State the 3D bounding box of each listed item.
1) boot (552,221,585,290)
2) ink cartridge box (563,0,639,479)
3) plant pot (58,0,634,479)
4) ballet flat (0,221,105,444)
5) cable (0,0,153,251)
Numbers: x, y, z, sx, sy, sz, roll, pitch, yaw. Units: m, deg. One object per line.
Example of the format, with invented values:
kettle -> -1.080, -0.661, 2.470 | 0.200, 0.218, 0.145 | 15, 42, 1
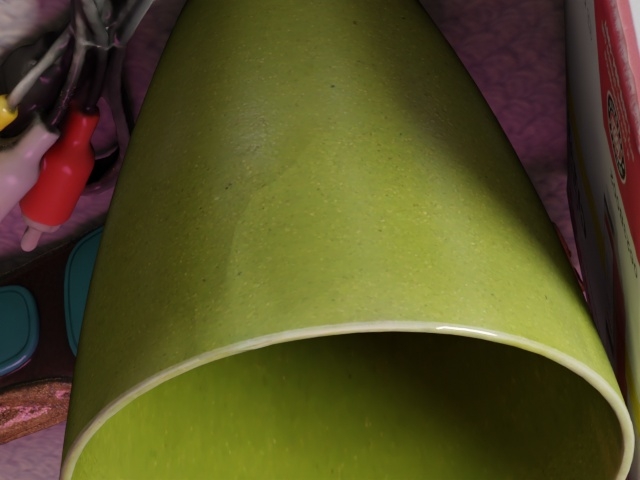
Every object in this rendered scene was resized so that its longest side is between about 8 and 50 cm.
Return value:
boot -> 0.041, 0.074, 1.325 | 0.280, 0.096, 0.264 | -29, 164, 0
ink cartridge box -> 0.217, -0.042, 1.018 | 0.160, 0.279, 0.384 | -8, 144, 3
plant pot -> 0.000, 0.000, 1.031 | 0.275, 0.293, 0.274 | -4, 144, -3
ballet flat -> -0.144, 0.060, 1.256 | 0.349, 0.123, 0.123 | -18, 143, 22
cable -> -0.127, -0.087, 1.082 | 0.139, 0.072, 0.287 | 13, 140, -33
